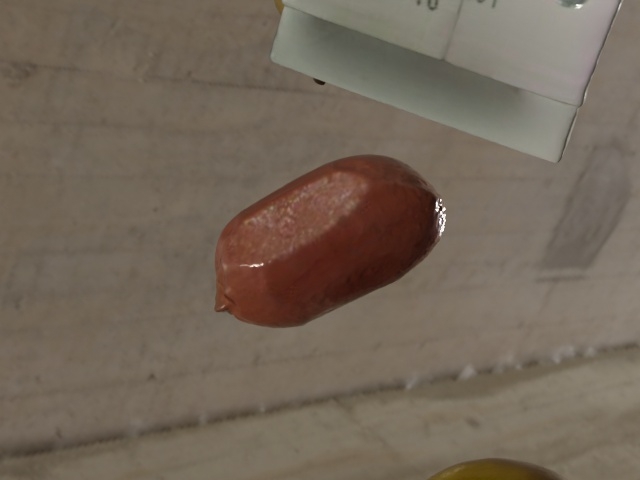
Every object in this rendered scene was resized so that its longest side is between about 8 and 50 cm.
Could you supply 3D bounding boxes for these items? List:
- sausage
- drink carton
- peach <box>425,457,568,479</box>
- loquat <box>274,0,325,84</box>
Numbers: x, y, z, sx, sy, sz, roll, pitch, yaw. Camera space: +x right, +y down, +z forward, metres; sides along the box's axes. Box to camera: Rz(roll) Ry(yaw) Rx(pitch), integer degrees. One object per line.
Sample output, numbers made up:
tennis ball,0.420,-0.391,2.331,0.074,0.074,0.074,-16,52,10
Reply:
sausage,0.000,0.000,1.256,0.254,0.148,0.148,-34,-33,8
drink carton,0.091,-0.160,0.592,0.315,0.131,0.106,-56,-17,-57
peach,0.171,0.338,1.231,0.251,0.251,0.153,-46,-48,-9
loquat,0.041,-0.172,0.846,0.163,0.137,0.163,-11,-55,-16
